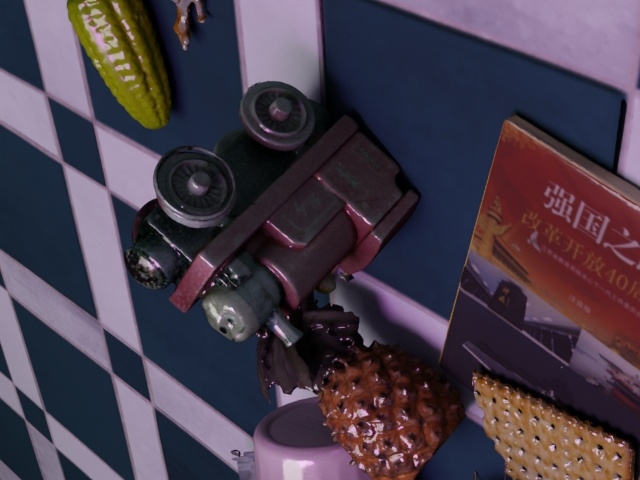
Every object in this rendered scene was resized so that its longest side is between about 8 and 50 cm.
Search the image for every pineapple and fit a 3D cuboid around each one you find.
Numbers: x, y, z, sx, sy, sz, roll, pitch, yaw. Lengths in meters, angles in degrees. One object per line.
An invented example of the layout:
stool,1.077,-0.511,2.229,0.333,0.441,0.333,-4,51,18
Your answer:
pineapple,-0.001,0.134,1.249,0.364,0.165,0.165,41,145,6

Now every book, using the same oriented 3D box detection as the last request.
book,0.251,0.084,1.045,0.262,0.028,0.374,38,143,27

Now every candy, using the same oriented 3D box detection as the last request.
candy,-0.248,-0.237,1.348,0.097,0.097,0.209,11,132,47

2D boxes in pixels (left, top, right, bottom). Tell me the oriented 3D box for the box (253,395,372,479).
box,0.004,0.337,1.362,0.262,0.291,0.206,-6,104,8

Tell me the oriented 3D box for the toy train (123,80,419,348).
toy train,-0.055,-0.023,1.102,0.221,0.304,0.150,43,147,2

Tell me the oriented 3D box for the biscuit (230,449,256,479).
biscuit,-0.027,0.469,1.677,0.186,0.079,0.309,-6,115,51

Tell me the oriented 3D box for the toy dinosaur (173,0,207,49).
toy dinosaur,-0.190,-0.344,1.233,0.212,0.057,0.142,66,167,6

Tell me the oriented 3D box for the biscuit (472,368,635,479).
biscuit,0.251,0.230,1.129,0.203,0.016,0.144,20,133,43

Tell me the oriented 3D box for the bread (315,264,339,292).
bread,0.000,0.000,1.289,0.068,0.028,0.153,44,144,17

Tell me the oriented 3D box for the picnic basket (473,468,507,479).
picnic basket,0.209,0.318,1.272,0.065,0.083,0.083,139,140,-57
